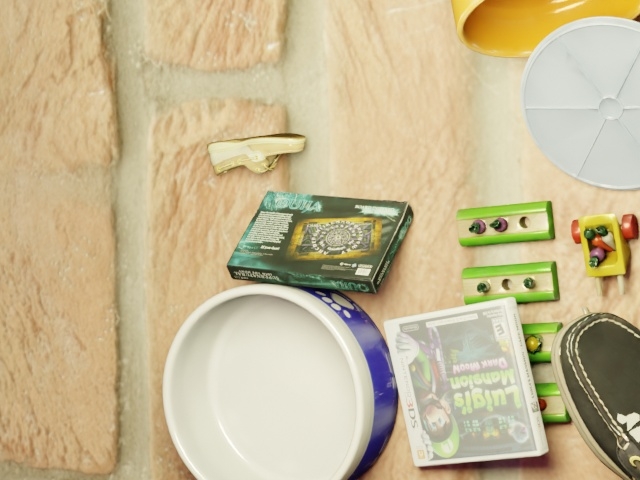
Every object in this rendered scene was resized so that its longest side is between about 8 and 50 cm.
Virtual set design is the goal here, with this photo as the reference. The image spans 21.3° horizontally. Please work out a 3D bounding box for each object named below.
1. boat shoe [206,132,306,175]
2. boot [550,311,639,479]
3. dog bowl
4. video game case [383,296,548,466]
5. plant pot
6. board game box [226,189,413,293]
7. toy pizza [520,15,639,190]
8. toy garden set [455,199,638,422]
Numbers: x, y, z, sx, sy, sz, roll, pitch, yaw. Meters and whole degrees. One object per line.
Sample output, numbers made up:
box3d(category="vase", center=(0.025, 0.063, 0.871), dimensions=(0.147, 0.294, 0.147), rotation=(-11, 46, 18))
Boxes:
box3d(category="boat shoe", center=(-0.073, -0.101, 2.004), dimensions=(0.135, 0.050, 0.045), rotation=(-4, 96, 37))
box3d(category="boot", center=(0.393, 0.203, 1.648), dimensions=(0.138, 0.284, 0.377), rotation=(-31, 81, -16))
box3d(category="dog bowl", center=(-0.047, 0.178, 1.979), dimensions=(0.265, 0.104, 0.264), rotation=(2, 95, 27))
box3d(category="video game case", center=(0.158, 0.160, 1.885), dimensions=(0.190, 0.022, 0.173), rotation=(-14, 89, 46))
box3d(category="plant pot", center=(0.224, -0.318, 1.762), dimensions=(0.205, 0.205, 0.187), rotation=(-20, 69, 27))
box3d(category="board game box", center=(0.000, 0.000, 1.939), dimensions=(0.186, 0.126, 0.026), rotation=(6, 138, 27))
box3d(category="toy pizza", center=(0.309, -0.145, 1.786), dimensions=(0.201, 0.032, 0.201), rotation=(13, 124, 20))
box3d(category="toy garden set", center=(0.249, 0.079, 1.849), dimensions=(0.204, 0.049, 0.244), rotation=(-5, 92, 28))
